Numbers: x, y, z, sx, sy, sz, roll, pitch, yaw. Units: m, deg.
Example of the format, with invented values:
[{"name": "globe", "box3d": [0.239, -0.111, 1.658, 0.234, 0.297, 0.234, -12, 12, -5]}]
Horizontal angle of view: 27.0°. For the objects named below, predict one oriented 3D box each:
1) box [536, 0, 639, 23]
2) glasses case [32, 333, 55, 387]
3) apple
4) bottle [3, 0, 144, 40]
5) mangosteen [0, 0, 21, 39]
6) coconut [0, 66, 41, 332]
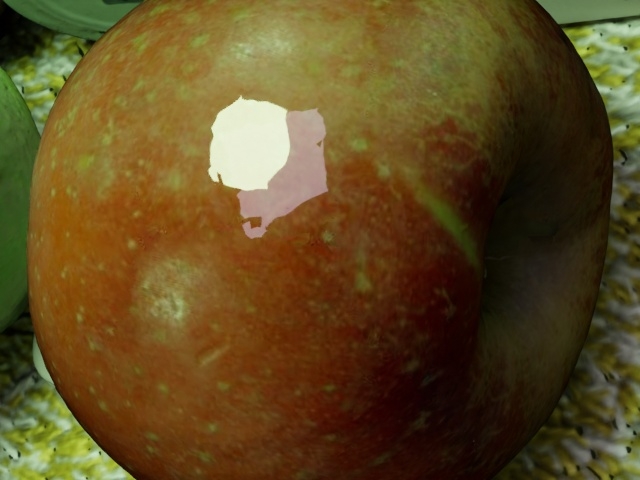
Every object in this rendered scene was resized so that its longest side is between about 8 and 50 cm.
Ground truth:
[{"name": "box", "box3d": [0.235, -0.265, 0.880, 0.274, 0.116, 0.203, -3, 70, 23]}, {"name": "glasses case", "box3d": [-0.155, 0.014, 0.987, 0.081, 0.051, 0.204, 11, 77, 25]}, {"name": "apple", "box3d": [0.000, 0.000, 0.766, 0.277, 0.348, 0.348, 13, 78, 36]}, {"name": "bottle", "box3d": [-0.145, -0.353, 1.011, 0.229, 0.229, 0.351, -9, 70, 20]}, {"name": "mangosteen", "box3d": [-0.315, -0.217, 1.049, 0.194, 0.194, 0.230, -39, 30, 6]}, {"name": "coconut", "box3d": [-0.350, -0.018, 0.955, 0.328, 0.328, 0.281, -20, 100, 16]}]
